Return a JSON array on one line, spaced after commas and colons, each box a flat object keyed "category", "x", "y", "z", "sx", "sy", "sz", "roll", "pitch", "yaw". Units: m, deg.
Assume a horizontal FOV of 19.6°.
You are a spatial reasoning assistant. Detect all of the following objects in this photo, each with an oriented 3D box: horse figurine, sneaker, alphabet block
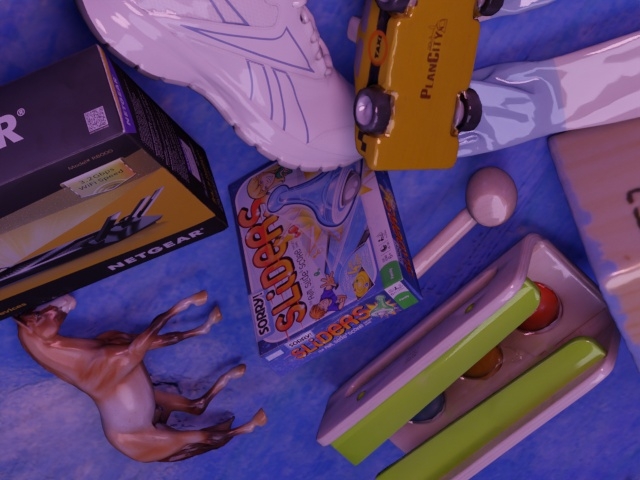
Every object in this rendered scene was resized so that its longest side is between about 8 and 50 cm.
[{"category": "horse figurine", "x": -0.157, "y": 0.135, "z": 1.720, "sx": 0.174, "sy": 0.066, "sz": 0.263, "roll": -22, "pitch": 133, "yaw": 1}, {"category": "sneaker", "x": -0.047, "y": -0.153, "z": 1.429, "sx": 0.297, "sy": 0.111, "sz": 0.129, "roll": 30, "pitch": 112, "yaw": -38}, {"category": "alphabet block", "x": 0.332, "y": -0.009, "z": 1.602, "sx": 0.197, "sy": 0.192, "sz": 0.193, "roll": -22, "pitch": 137, "yaw": 10}]

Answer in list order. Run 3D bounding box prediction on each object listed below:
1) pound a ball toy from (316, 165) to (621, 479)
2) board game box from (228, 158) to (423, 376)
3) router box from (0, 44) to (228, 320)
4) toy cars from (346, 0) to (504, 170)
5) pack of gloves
[{"category": "pound a ball toy", "x": 0.125, "y": 0.082, "z": 1.710, "sx": 0.208, "sy": 0.135, "sz": 0.319, "roll": 42, "pitch": 119, "yaw": -10}, {"category": "board game box", "x": 0.000, "y": 0.000, "z": 1.521, "sx": 0.136, "sy": 0.201, "sz": 0.035, "roll": -30, "pitch": 133, "yaw": 16}, {"category": "router box", "x": -0.256, "y": -0.021, "z": 1.465, "sx": 0.309, "sy": 0.081, "sz": 0.243, "roll": -22, "pitch": 159, "yaw": 9}, {"category": "toy cars", "x": 0.021, "y": -0.223, "z": 1.366, "sx": 0.176, "sy": 0.087, "sz": 0.393, "roll": -41, "pitch": 126, "yaw": -12}, {"category": "pack of gloves", "x": 0.161, "y": -0.173, "z": 1.513, "sx": 0.232, "sy": 0.046, "sz": 0.195, "roll": -13, "pitch": 122, "yaw": 0}]
